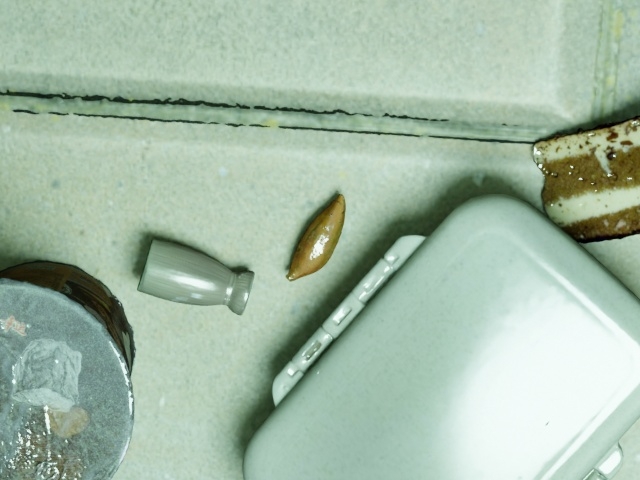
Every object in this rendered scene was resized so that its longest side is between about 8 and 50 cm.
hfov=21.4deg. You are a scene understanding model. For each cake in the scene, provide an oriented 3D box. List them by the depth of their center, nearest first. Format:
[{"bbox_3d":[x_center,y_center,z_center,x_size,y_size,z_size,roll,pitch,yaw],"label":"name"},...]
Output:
[{"bbox_3d":[0.334,-0.071,1.541,0.246,0.135,0.112,-15,90,34],"label":"cake"}]

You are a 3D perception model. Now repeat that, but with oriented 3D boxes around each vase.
[{"bbox_3d":[-0.114,0.036,1.563,0.100,0.053,0.053,17,100,-7],"label":"vase"}]

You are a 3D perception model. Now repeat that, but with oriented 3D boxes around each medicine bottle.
[{"bbox_3d":[0.121,0.153,1.533,0.282,0.123,0.375,42,99,4],"label":"medicine bottle"}]

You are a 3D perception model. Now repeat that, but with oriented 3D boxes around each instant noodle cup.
[{"bbox_3d":[-0.260,0.121,1.501,0.217,0.207,0.217,0,101,0],"label":"instant noodle cup"}]

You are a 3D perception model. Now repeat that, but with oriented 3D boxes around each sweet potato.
[{"bbox_3d":[0.000,0.000,1.563,0.034,0.034,0.095,32,100,-4],"label":"sweet potato"}]
